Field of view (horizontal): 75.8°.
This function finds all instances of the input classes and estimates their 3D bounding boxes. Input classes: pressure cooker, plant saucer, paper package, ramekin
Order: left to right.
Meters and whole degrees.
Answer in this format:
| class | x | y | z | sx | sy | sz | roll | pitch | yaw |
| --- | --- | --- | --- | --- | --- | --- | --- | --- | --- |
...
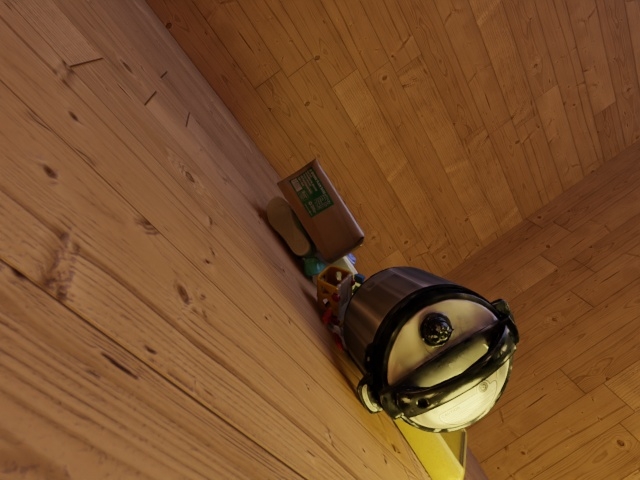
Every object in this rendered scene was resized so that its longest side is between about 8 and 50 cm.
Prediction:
| class | x | y | z | sx | sy | sz | roll | pitch | yaw |
| --- | --- | --- | --- | --- | --- | --- | --- | --- | --- |
| paper package | 0.012 | -0.091 | 1.502 | 0.325 | 0.168 | 0.309 | 58 | 1 | 7 |
| ramekin | 0.077 | 0.146 | 1.770 | 0.277 | 0.135 | 0.277 | 54 | 5 | -7 |
| pressure cooker | 0.269 | 0.274 | 1.071 | 0.374 | 0.371 | 0.420 | 20 | 1 | -14 |
| plant saucer | 0.356 | 0.572 | 1.295 | 0.333 | 0.081 | 0.332 | 56 | 20 | 10 |

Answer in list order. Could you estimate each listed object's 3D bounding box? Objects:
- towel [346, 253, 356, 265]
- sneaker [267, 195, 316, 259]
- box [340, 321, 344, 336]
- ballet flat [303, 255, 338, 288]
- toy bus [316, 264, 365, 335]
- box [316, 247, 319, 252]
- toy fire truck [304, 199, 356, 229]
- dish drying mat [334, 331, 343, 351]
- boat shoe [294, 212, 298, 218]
| class | x | y | z | sx | sy | sz | roll | pitch | yaw |
| --- | --- | --- | --- | --- | --- | --- | --- | --- | --- |
| towel | 0.095 | 0.108 | 2.138 | 0.243 | 0.040 | 0.336 | 52 | 26 | -19 |
| sneaker | -0.104 | -0.035 | 1.503 | 0.256 | 0.094 | 0.151 | 59 | 4 | 21 |
| box | 0.163 | 0.287 | 1.355 | 0.091 | 0.170 | 0.130 | 54 | 4 | -25 |
| ballet flat | 0.000 | 0.135 | 1.501 | 0.247 | 0.083 | 0.087 | 46 | 39 | -60 |
| toy bus | 0.039 | 0.176 | 1.274 | 0.104 | 0.202 | 0.191 | 22 | -4 | 28 |
| box | 0.000 | 0.000 | 2.296 | 0.244 | 0.100 | 0.060 | 55 | 5 | 9 |
| toy fire truck | 0.028 | -0.059 | 1.889 | 0.254 | 0.301 | 0.170 | 52 | 40 | -57 |
| dish drying mat | 0.053 | 0.293 | 1.194 | 0.032 | 0.008 | 0.083 | 53 | 5 | -11 |
| boat shoe | -0.114 | -0.077 | 1.692 | 0.079 | 0.095 | 0.254 | 52 | 6 | -3 |
